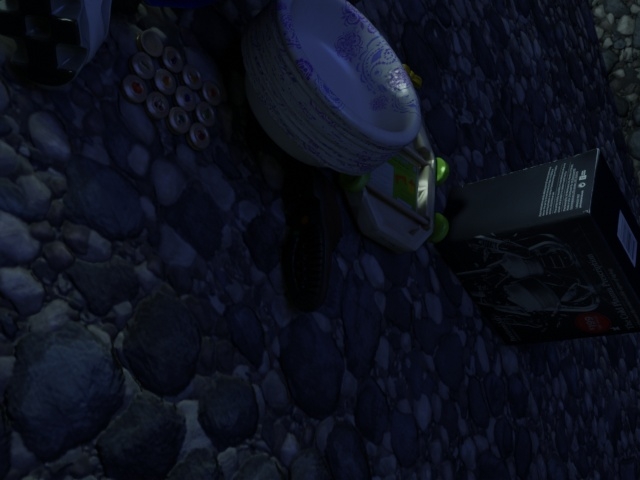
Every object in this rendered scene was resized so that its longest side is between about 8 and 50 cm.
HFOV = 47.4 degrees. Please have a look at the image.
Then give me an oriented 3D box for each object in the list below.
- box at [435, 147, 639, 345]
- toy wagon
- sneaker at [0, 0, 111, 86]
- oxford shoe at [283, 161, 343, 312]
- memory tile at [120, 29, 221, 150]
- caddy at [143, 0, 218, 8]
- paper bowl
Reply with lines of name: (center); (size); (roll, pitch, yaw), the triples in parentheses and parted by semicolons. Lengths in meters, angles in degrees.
box: (0.459, 0.031, 1.459); (0.343, 0.312, 0.179); (49, 46, -29)
toy wagon: (0.137, -0.154, 1.316); (0.267, 0.068, 0.344); (28, 58, -43)
sneaker: (-0.273, -0.341, 0.756); (0.146, 0.122, 0.331); (-68, 172, -53)
oxford shoe: (0.000, 0.000, 1.092); (0.096, 0.082, 0.227); (24, 62, -47)
memory tile: (-0.193, -0.199, 0.968); (0.148, 0.012, 0.113); (36, 54, -39)
caddy: (-0.112, -0.387, 0.909); (0.179, 0.241, 0.341); (62, 17, -10)
paper bowl: (0.003, -0.223, 1.072); (0.284, 0.148, 0.284); (32, 40, -31)
